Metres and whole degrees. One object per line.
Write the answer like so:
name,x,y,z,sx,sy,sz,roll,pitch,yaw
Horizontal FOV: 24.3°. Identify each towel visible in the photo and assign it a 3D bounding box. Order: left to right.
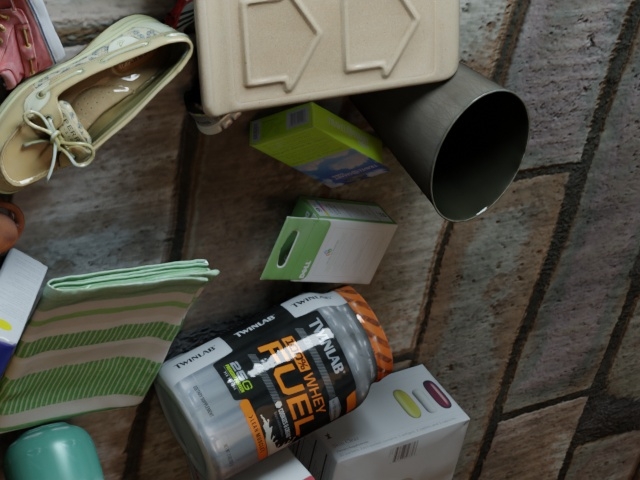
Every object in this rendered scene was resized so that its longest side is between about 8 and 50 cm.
towel,-0.294,0.143,1.970,0.248,0.038,0.325,-7,146,-36

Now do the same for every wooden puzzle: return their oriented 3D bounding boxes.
wooden puzzle,0.005,-0.327,1.770,0.348,0.080,0.322,-12,120,-18

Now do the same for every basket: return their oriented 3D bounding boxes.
basket,0.147,-0.170,1.967,0.154,0.227,0.204,-18,135,-27

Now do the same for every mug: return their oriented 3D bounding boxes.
mug,-0.385,0.315,2.063,0.158,0.097,0.129,-22,166,17

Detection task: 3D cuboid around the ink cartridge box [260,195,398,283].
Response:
ink cartridge box,0.000,0.000,2.128,0.209,0.062,0.109,3,123,-40

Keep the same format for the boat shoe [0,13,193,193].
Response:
boat shoe,-0.271,-0.158,1.706,0.285,0.089,0.104,-46,128,-16

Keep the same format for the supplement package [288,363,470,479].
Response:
supplement package,0.083,0.350,2.444,0.262,0.145,0.204,-14,133,-30

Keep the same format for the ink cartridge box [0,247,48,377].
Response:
ink cartridge box,-0.436,0.200,1.791,0.072,0.307,0.303,26,111,-12

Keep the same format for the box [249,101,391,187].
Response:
box,0.002,-0.126,1.990,0.109,0.042,0.178,-15,155,35

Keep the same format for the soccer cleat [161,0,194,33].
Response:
soccer cleat,-0.157,-0.281,1.781,0.083,0.029,0.035,-53,148,17

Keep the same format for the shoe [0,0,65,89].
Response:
shoe,-0.346,-0.243,1.632,0.081,0.063,0.178,-37,144,-14

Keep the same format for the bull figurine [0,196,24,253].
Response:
bull figurine,-0.497,0.010,1.708,0.310,0.101,0.188,-29,137,-14

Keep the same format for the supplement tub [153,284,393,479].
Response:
supplement tub,-0.066,0.199,2.153,0.316,0.193,0.193,-28,138,-17

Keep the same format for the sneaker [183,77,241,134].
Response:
sneaker,-0.105,-0.207,1.858,0.170,0.063,0.075,-43,147,8

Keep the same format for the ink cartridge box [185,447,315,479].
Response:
ink cartridge box,-0.089,0.390,2.245,0.114,0.273,0.197,-30,139,-20
